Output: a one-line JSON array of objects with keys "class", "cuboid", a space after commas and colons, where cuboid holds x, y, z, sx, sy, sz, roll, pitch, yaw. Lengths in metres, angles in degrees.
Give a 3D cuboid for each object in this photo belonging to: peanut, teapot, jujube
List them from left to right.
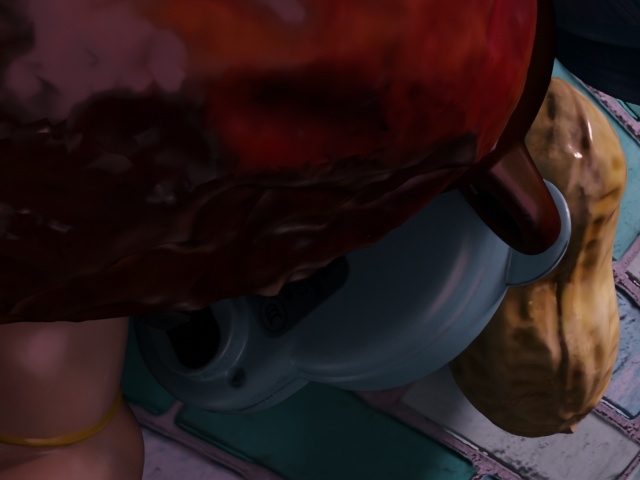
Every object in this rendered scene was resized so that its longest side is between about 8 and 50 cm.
[{"class": "jujube", "cuboid": [-0.105, -0.099, 0.561, 0.377, 0.276, 0.276, -1, 117, -34]}, {"class": "teapot", "cuboid": [0.048, -0.095, 0.804, 0.178, 0.135, 0.252, -39, 101, -9]}, {"class": "peanut", "cuboid": [0.164, 0.019, 1.088, 0.147, 0.147, 0.305, -16, 123, -27]}]

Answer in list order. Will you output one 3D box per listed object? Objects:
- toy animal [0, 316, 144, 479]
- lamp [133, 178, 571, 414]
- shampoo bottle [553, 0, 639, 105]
[{"class": "toy animal", "cuboid": [-0.179, 0.085, 0.872, 0.149, 0.165, 0.248, -23, 128, -19]}, {"class": "lamp", "cuboid": [0.005, 0.004, 0.935, 0.284, 0.209, 0.147, -28, 150, 1]}, {"class": "shampoo bottle", "cuboid": [0.207, -0.304, 0.800, 0.331, 0.331, 0.342, -43, 131, -6]}]
